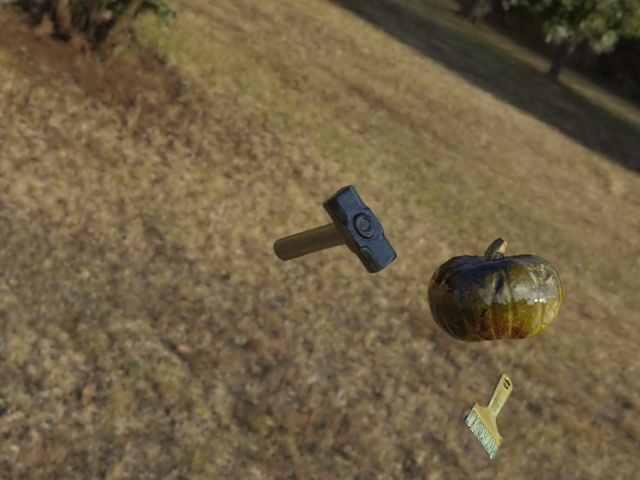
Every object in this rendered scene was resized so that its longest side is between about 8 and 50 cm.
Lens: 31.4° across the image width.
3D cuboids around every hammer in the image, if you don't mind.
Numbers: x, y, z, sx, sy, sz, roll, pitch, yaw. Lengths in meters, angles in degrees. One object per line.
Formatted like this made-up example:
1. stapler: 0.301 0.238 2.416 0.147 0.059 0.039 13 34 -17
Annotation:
1. hammer: 0.000 0.000 1.583 0.111 0.043 0.365 55 -18 -7

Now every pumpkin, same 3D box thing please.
1. pumpkin: 0.277 0.075 1.814 0.219 0.162 0.219 -1 6 0

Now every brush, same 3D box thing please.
1. brush: 0.299 0.288 1.959 0.082 0.010 0.218 54 31 -4
